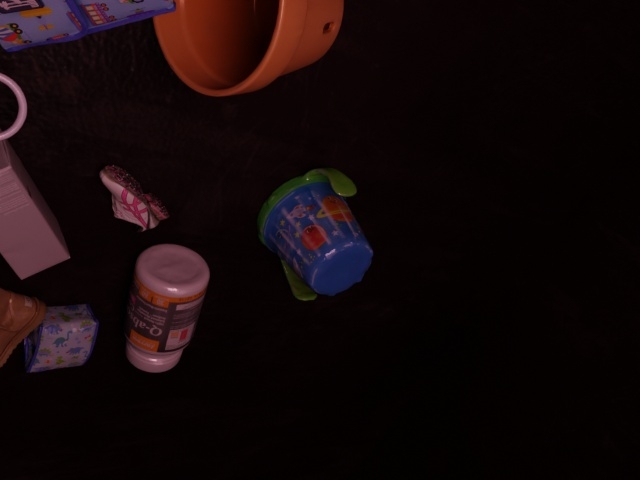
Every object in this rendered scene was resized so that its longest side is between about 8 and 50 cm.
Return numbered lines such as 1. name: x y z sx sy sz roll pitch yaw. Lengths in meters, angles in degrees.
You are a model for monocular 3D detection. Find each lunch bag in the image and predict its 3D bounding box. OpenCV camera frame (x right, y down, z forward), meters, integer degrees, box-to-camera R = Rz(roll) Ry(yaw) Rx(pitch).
1. lunch bag: -0.567 0.218 1.421 0.129 0.096 0.151 0 120 -38
2. lunch bag: -0.382 -0.383 0.899 0.293 0.138 0.221 -22 164 -1

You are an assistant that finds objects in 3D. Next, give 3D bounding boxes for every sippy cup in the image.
1. sippy cup: 0.000 0.000 1.528 0.240 0.224 0.305 -32 142 -5

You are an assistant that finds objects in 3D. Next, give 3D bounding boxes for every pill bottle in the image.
1. pill bottle: -0.354 0.157 1.469 0.162 0.162 0.278 -5 132 -34

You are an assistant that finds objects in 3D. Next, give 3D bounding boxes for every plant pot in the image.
1. plant pot: -0.101 -0.381 1.042 0.203 0.291 0.291 -18 141 -50

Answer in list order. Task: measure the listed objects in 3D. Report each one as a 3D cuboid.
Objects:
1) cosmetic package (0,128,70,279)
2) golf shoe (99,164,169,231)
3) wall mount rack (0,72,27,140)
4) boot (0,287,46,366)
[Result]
1. cosmetic package: -0.538 -0.059 1.134 0.107 0.127 0.238 -27 143 -11
2. golf shoe: -0.379 -0.075 1.286 0.086 0.067 0.186 -36 142 1
3. wall mount rack: -0.597 -0.151 0.912 0.350 0.130 0.304 2 105 -32
4. boot: -0.709 0.146 1.255 0.236 0.089 0.269 -47 140 2
